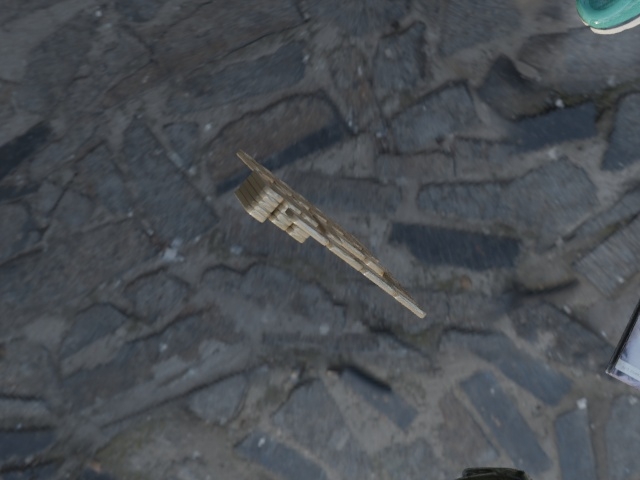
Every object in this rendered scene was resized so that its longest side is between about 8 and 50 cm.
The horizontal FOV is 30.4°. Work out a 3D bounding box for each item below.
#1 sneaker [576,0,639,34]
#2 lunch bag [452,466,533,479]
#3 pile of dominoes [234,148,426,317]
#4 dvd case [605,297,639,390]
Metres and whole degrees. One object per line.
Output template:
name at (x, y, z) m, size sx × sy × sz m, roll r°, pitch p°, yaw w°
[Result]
sneaker at (0.387, -0.350, 1.323) m, size 0.275 × 0.110 × 0.107 m, roll -46°, pitch 64°, yaw 24°
lunch bag at (0.231, 0.443, 1.594) m, size 0.287 × 0.169 × 0.235 m, roll -34°, pitch 114°, yaw 18°
pile of dominoes at (0.000, 0.000, 1.436) m, size 0.251 × 0.196 × 0.040 m, roll 37°, pitch 97°, yaw -32°
dvd case at (0.452, 0.093, 1.431) m, size 0.165 × 0.018 × 0.221 m, roll 28°, pitch 87°, yaw -26°
